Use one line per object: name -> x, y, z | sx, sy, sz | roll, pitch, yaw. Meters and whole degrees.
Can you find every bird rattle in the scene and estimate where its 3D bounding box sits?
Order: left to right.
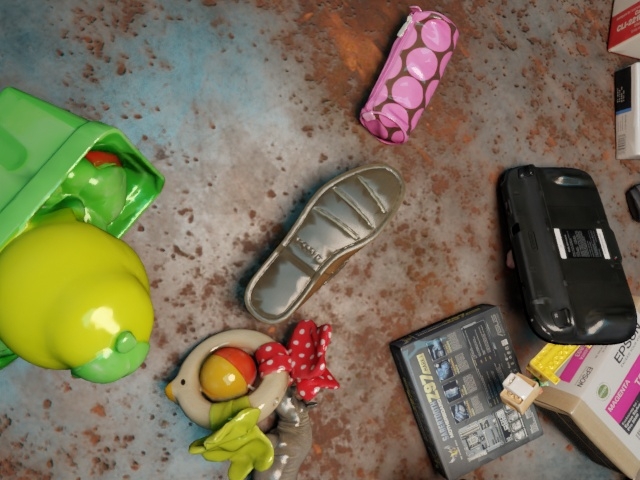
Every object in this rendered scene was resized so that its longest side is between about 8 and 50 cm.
bird rattle -> -0.106, 0.196, 0.832 | 0.207, 0.143, 0.253 | 22, 60, 28

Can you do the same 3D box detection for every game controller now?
game controller -> 0.387, 0.012, 0.922 | 0.167, 0.067, 0.319 | 5, 59, -10

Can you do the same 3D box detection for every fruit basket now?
fruit basket -> -0.331, 0.036, 0.734 | 0.392, 0.283, 0.391 | 0, 79, 1

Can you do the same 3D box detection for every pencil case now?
pencil case -> 0.137, -0.263, 0.935 | 0.098, 0.095, 0.209 | 32, 79, -44

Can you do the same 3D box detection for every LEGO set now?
LEGO set -> 0.356, 0.151, 0.932 | 0.132, 0.107, 0.286 | 9, 61, 9

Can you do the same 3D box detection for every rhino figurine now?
rhino figurine -> -0.069, 0.315, 0.886 | 0.106, 0.073, 0.243 | 19, 77, -5

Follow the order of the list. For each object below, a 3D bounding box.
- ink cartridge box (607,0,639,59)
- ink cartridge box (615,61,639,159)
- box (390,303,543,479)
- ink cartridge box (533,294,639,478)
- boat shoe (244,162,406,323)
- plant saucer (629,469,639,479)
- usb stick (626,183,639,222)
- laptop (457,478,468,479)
ink cartridge box -> 0.641, -0.459, 1.024 | 0.197, 0.114, 0.272 | 10, 86, -10
ink cartridge box -> 0.697, -0.227, 1.054 | 0.333, 0.065, 0.165 | 0, 89, -10
box -> 0.239, 0.243, 0.952 | 0.184, 0.059, 0.232 | -21, 92, -13
ink cartridge box -> 0.490, 0.234, 0.963 | 0.193, 0.088, 0.234 | 44, 76, -19
boat shoe -> 0.000, 0.000, 0.896 | 0.307, 0.104, 0.110 | -42, 87, -8
plant saucer -> 0.672, 0.453, 1.036 | 0.311, 0.050, 0.310 | 0, 89, -10
usb stick -> 0.688, -0.094, 1.025 | 0.278, 0.045, 0.077 | -14, 77, 3
laptop -> 0.239, 0.576, 0.862 | 0.382, 0.408, 0.236 | 27, 50, -9
